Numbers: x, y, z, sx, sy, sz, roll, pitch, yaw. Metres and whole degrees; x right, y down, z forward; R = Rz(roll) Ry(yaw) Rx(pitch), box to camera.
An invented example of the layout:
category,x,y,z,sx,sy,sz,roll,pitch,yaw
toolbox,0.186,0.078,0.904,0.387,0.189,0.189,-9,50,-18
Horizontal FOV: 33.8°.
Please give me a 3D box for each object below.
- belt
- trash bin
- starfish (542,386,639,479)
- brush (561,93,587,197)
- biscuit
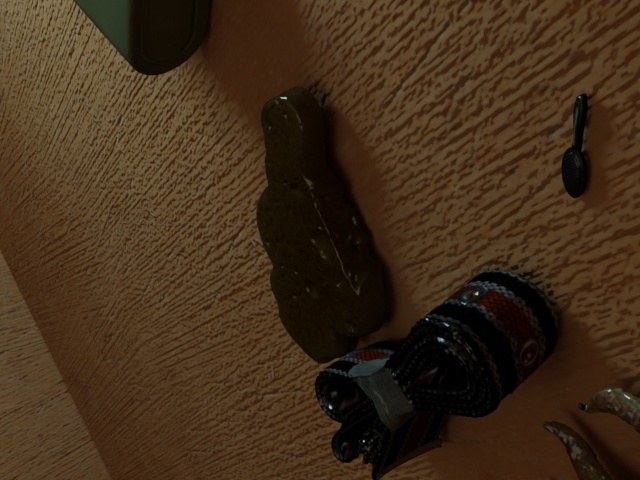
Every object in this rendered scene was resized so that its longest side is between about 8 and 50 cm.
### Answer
category,x,y,z,sx,sy,sz,roll,pitch,yaw
belt,0.091,0.122,0.943,0.126,0.094,0.359,60,154,12
trash bin,-0.222,-0.332,1.113,0.247,0.121,0.243,51,151,22
starfish,0.277,0.253,0.742,0.299,0.060,0.302,8,121,58
brush,0.173,-0.063,0.712,0.024,0.008,0.083,45,149,43
biscuit,-0.005,-0.006,1.065,0.183,0.047,0.320,21,132,49
